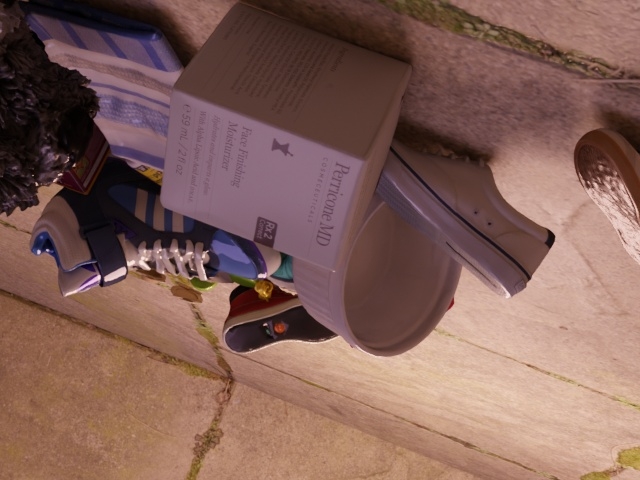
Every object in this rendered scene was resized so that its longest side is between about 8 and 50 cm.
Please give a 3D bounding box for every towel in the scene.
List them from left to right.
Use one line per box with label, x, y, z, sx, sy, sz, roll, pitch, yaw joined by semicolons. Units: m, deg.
towel;-0.212;-0.161;1.257;0.209;0.034;0.285;20;156;27

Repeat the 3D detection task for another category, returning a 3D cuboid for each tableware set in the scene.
tableware set;-0.277;0.069;2.063;0.141;0.020;0.168;23;-164;-4

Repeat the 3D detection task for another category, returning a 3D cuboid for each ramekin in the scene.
ramekin;0.061;0.024;1.289;0.109;0.207;0.207;19;165;44

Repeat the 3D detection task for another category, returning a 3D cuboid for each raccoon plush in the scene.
raccoon plush;-0.419;-0.140;1.043;0.216;0.446;0.299;36;166;42

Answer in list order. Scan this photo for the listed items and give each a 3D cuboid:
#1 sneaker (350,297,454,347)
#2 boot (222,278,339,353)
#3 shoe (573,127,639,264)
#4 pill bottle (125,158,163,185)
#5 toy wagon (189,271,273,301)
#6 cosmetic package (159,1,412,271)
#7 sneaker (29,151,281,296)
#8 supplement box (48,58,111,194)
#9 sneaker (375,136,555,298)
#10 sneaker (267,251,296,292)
sneaker;0.104;0.099;1.630;0.112;0.121;0.299;-5;178;-14
boot;-0.047;0.107;1.920;0.244;0.176;0.088;-10;116;7
shoe;0.296;-0.045;1.025;0.076;0.058;0.219;35;172;42
pill bottle;-0.197;-0.100;1.467;0.116;0.065;0.065;33;161;-33
toy wagon;-0.233;0.013;1.873;0.344;0.068;0.267;19;164;10
cosmetic package;-0.032;-0.097;1.024;0.184;0.151;0.151;21;137;7
sneaker;-0.246;0.023;1.525;0.323;0.236;0.130;31;150;17
supplement box;-0.342;-0.149;1.436;0.081;0.104;0.188;20;163;11
sneaker;0.132;-0.053;1.154;0.258;0.091;0.094;43;170;6
sneaker;0.000;0.000;1.519;0.110;0.107;0.275;51;149;-20
